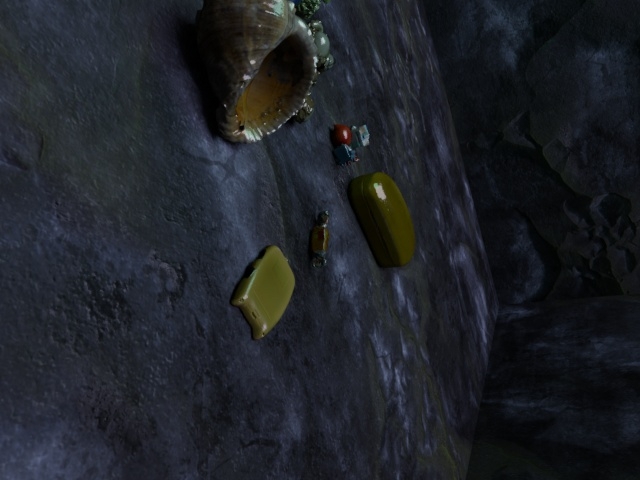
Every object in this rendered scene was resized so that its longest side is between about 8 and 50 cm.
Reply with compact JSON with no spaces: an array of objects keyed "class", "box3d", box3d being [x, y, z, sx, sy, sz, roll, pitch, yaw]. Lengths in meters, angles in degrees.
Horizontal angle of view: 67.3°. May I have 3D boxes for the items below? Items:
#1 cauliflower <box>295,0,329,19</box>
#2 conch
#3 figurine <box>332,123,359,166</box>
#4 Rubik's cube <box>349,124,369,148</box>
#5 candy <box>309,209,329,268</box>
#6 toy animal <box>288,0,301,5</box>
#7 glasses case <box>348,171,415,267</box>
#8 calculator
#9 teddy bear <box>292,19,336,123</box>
[{"class":"cauliflower","box3d":[-0.007,-0.790,1.392,0.272,0.251,0.274,-47,142,-60]},{"class":"conch","box3d":[-0.157,-0.408,1.090,0.297,0.210,0.352,6,120,-44]},{"class":"figurine","box3d":[0.075,-0.318,1.588,0.075,0.068,0.140,-22,95,-57]},{"class":"Rubik's cube","box3d":[0.138,-0.367,1.696,0.073,0.084,0.075,-47,138,-50]},{"class":"candy","box3d":[0.000,0.000,1.371,0.046,0.053,0.181,55,36,-57]},{"class":"toy animal","box3d":[-0.122,-0.591,1.252,0.176,0.256,0.239,61,-15,14]},{"class":"glasses case","box3d":[0.238,-0.079,1.717,0.371,0.141,0.173,64,33,-27]},{"class":"calculator","box3d":[-0.122,0.112,1.144,0.157,0.033,0.236,63,32,-26]},{"class":"teddy bear","box3d":[-0.044,-0.494,1.347,0.256,0.156,0.267,-60,172,-47]}]
